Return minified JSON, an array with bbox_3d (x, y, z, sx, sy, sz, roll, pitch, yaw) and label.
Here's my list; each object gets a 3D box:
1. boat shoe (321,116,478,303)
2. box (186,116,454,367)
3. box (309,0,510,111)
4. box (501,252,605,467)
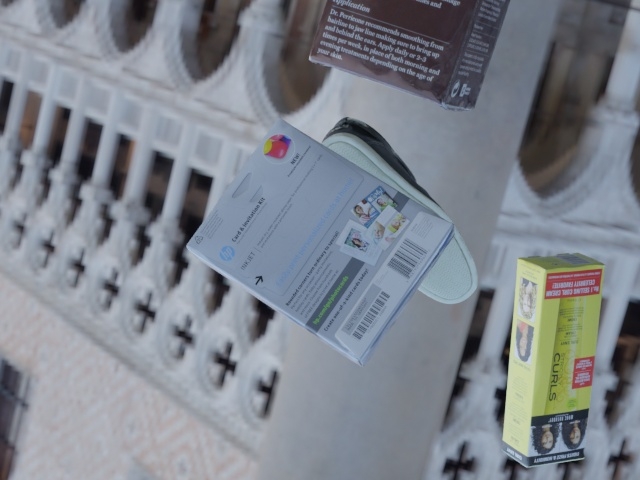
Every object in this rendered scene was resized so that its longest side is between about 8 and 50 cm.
[{"bbox_3d":[0.089,-0.033,1.459,0.233,0.084,0.079,48,-158,-12],"label":"boat shoe"},{"bbox_3d":[0.000,0.000,1.196,0.186,0.145,0.038,32,170,14],"label":"box"},{"bbox_3d":[0.144,-0.367,1.664,0.191,0.381,0.143,22,-168,20],"label":"box"},{"bbox_3d":[0.260,0.133,1.544,0.087,0.232,0.058,-3,-165,-26],"label":"box"}]
